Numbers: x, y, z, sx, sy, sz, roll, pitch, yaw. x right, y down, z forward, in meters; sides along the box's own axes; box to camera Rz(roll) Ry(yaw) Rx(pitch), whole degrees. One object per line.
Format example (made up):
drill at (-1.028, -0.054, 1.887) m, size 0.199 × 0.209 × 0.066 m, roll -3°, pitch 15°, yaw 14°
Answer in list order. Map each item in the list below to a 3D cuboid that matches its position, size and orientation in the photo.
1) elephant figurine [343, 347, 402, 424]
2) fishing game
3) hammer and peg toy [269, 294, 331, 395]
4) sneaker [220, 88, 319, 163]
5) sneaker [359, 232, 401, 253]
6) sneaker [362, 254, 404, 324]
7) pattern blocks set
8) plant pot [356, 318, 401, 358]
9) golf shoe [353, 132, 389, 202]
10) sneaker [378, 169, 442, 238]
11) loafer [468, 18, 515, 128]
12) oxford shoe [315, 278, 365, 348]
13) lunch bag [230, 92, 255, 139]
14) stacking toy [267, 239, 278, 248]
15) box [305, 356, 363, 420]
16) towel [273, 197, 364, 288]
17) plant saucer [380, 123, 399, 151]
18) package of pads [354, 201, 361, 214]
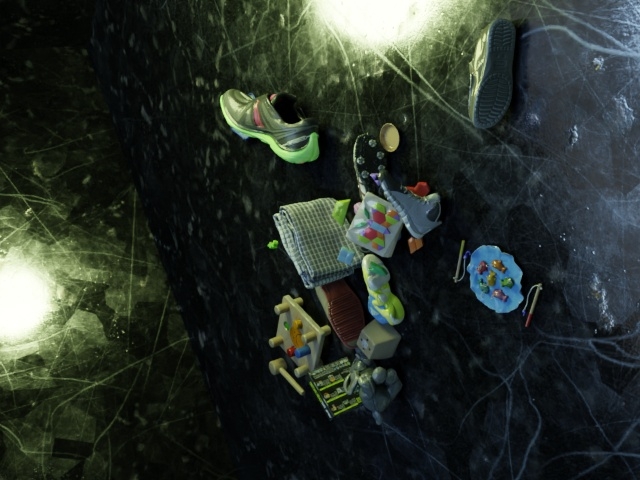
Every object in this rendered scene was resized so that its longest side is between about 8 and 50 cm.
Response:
elephant figurine at (0.161, 0.469, 2.107) m, size 0.169 × 0.186 × 0.239 m, roll 51°, pitch 167°, yaw -26°
fishing game at (0.455, 0.104, 1.613) m, size 0.264 × 0.041 × 0.189 m, roll 39°, pitch 135°, yaw 41°
hammer and peg toy at (-0.087, 0.427, 2.445) m, size 0.266 × 0.127 × 0.361 m, roll 41°, pitch 134°, yaw 37°
sneaker at (-0.167, -0.448, 2.191) m, size 0.482 × 0.185 × 0.202 m, roll 33°, pitch 122°, yaw 31°
sneaker at (0.175, -0.002, 1.938) m, size 0.188 × 0.078 × 0.067 m, roll -27°, pitch 80°, yaw 56°
sneaker at (0.177, 0.170, 1.993) m, size 0.126 × 0.091 × 0.240 m, roll -35°, pitch 75°, yaw 55°
pattern blocks set at (0.172, -0.046, 1.832) m, size 0.285 × 0.026 × 0.325 m, roll 15°, pitch 117°, yaw 13°
plant pot at (0.186, 0.332, 2.039) m, size 0.109 × 0.096 × 0.109 m, roll 47°, pitch 138°, yaw 33°
golf shoe at (0.145, -0.190, 1.882) m, size 0.120 × 0.105 × 0.273 m, roll 7°, pitch 112°, yaw 68°
sneaker at (0.266, -0.124, 1.715) m, size 0.132 × 0.086 × 0.229 m, roll -29°, pitch 109°, yaw 20°
loafer at (0.403, -0.394, 1.461) m, size 0.087 × 0.094 × 0.251 m, roll -125°, pitch 41°, yaw -68°
oxford shoe at (0.063, 0.223, 2.179) m, size 0.130 × 0.123 × 0.348 m, roll 111°, pitch 141°, yaw -67°
lunch bag at (-0.298, -0.483, 2.425) m, size 0.128 × 0.096 × 0.151 m, roll -16°, pitch 104°, yaw 52°
stacking toy at (-0.070, 0.016, 2.225) m, size 0.221 × 0.167 × 0.052 m, roll -12°, pitch 65°, yaw 60°
box at (0.067, 0.528, 2.204) m, size 0.184 × 0.190 × 0.045 m, roll 57°, pitch 140°, yaw 24°
towel at (0.000, 0.000, 2.056) m, size 0.121 × 0.235 × 0.284 m, roll -40°, pitch 69°, yaw 47°
plant saucer at (0.210, -0.307, 1.823) m, size 0.083 × 0.015 × 0.083 m, roll 26°, pitch 124°, yaw 48°
package of pads at (0.141, -0.079, 1.986) m, size 0.083 × 0.032 × 0.050 m, roll 55°, pitch 175°, yaw 26°
